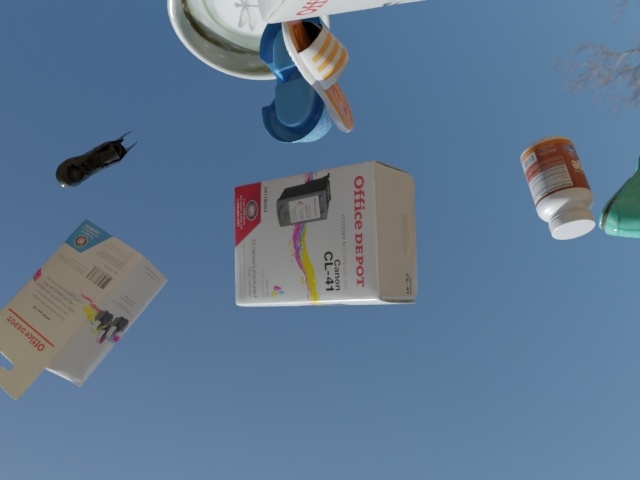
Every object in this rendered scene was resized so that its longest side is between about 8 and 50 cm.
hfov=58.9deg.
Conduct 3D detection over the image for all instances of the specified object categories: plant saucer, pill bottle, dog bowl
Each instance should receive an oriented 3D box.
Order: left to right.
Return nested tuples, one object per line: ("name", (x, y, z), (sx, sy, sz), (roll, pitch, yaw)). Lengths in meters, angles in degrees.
("plant saucer", (-0.172, -0.577, 1.417), (0.400, 0.400, 0.101), (19, -121, -26))
("dog bowl", (-0.042, -0.347, 1.208), (0.074, 0.166, 0.297), (8, -103, -55))
("pill bottle", (0.539, -0.118, 1.277), (0.121, 0.121, 0.216), (9, -121, -28))

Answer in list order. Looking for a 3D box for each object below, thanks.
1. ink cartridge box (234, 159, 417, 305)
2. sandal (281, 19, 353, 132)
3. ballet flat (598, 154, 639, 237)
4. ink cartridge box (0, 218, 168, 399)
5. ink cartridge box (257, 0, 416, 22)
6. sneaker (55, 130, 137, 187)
("ink cartridge box", (0.000, 0.000, 0.979), (0.131, 0.306, 0.226), (7, -101, -52))
("sandal", (0.019, -0.298, 0.969), (0.265, 0.076, 0.102), (48, -148, -47))
("ballet flat", (0.525, -0.089, 0.885), (0.247, 0.087, 0.083), (-48, -40, -25))
("ink cartridge box", (-0.268, 0.078, 0.608), (0.181, 0.104, 0.061), (-53, -31, -18))
("ink cartridge box", (0.095, -0.244, 0.383), (0.272, 0.197, 0.114), (-16, -79, -16))
("sneaker", (-0.432, -0.160, 1.101), (0.051, 0.089, 0.170), (62, -157, -19))
